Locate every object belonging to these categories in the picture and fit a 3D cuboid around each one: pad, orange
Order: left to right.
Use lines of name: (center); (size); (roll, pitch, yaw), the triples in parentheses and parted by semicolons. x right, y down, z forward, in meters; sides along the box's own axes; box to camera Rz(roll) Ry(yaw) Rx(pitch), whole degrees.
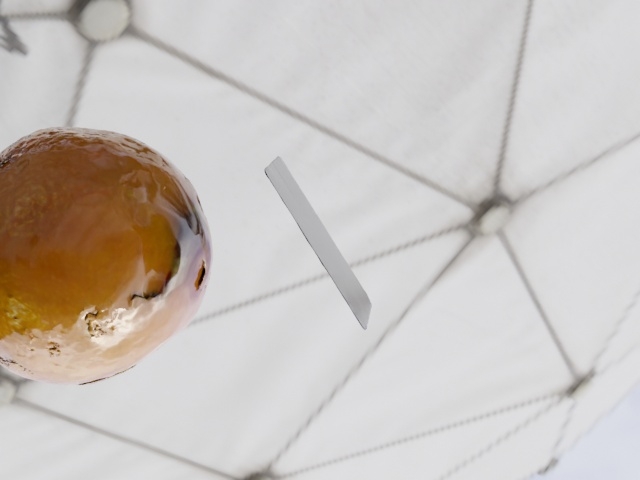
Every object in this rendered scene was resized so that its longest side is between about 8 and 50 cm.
orange: (-0.222, 0.016, 1.347); (0.246, 0.246, 0.246); (-10, -113, 24)
pad: (0.000, 0.000, 1.227); (0.003, 0.112, 0.157); (-31, -84, 10)
